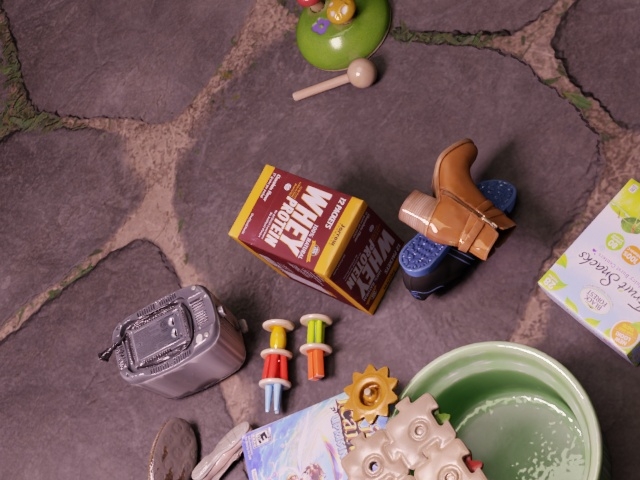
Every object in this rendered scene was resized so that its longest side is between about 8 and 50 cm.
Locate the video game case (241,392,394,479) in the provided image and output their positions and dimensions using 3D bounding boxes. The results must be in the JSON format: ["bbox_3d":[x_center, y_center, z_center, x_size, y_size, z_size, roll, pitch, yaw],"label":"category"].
[{"bbox_3d":[0.021,0.373,1.689,0.244,0.061,0.269,-25,58,15],"label":"video game case"}]

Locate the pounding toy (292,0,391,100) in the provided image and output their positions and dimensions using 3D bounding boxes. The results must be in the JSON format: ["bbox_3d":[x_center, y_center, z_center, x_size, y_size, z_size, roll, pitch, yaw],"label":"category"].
[{"bbox_3d":[0.019,-0.382,2.008,0.183,0.110,0.237,-5,65,26],"label":"pounding toy"}]

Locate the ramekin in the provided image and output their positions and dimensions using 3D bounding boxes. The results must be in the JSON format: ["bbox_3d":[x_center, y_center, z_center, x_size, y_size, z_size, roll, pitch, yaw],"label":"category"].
[{"bbox_3d":[0.248,0.303,1.548,0.303,0.148,0.303,-11,63,23],"label":"ramekin"}]

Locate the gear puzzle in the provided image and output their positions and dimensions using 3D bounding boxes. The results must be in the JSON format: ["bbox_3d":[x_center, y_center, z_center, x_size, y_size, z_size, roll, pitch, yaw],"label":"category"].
[{"bbox_3d":[0.121,0.307,1.501,0.175,0.044,0.339,-40,53,8],"label":"gear puzzle"}]

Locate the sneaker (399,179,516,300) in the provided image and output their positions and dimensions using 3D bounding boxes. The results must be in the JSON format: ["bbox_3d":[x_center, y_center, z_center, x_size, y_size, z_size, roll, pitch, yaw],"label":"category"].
[{"bbox_3d":[0.214,-0.001,1.756,0.232,0.090,0.081,-37,52,-18],"label":"sneaker"}]

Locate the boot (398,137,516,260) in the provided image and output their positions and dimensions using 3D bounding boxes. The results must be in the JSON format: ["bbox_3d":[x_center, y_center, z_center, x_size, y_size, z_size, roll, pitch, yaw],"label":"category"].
[{"bbox_3d":[0.228,-0.058,1.703,0.152,0.073,0.197,27,60,21],"label":"boot"}]

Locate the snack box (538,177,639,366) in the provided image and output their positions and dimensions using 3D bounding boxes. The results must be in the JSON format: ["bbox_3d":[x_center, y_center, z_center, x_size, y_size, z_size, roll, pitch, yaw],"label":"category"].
[{"bbox_3d":[0.445,0.044,1.612,0.207,0.070,0.174,-49,56,2],"label":"snack box"}]

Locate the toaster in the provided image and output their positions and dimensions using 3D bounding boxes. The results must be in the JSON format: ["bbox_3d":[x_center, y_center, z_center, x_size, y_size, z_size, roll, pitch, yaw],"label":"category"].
[{"bbox_3d":[-0.231,0.177,1.859,0.227,0.146,0.129,-29,57,13],"label":"toaster"}]

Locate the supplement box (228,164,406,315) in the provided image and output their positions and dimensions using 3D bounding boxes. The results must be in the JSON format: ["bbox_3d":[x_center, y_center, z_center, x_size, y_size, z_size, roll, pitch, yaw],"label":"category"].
[{"bbox_3d":[0.000,0.000,1.792,0.194,0.191,0.129,22,79,33],"label":"supplement box"}]

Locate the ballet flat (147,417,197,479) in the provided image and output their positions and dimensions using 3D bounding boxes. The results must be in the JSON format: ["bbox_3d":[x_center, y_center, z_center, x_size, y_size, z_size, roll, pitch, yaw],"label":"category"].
[{"bbox_3d":[-0.248,0.408,1.814,0.058,0.084,0.250,-26,55,53],"label":"ballet flat"}]

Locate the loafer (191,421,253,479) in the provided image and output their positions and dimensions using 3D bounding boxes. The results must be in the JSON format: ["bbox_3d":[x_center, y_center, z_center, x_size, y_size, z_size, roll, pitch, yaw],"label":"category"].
[{"bbox_3d":[-0.150,0.343,1.812,0.125,0.039,0.045,-44,22,0],"label":"loafer"}]

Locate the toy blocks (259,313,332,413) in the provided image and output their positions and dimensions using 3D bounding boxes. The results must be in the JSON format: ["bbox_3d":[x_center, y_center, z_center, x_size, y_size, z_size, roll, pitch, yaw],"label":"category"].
[{"bbox_3d":[-0.039,0.198,1.805,0.123,0.054,0.148,-9,64,24],"label":"toy blocks"}]
